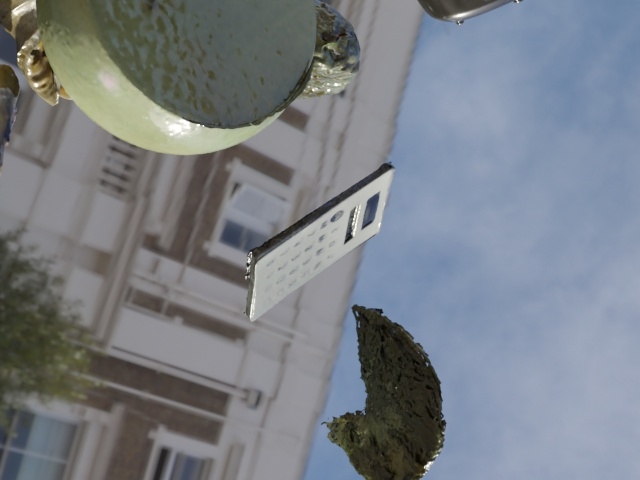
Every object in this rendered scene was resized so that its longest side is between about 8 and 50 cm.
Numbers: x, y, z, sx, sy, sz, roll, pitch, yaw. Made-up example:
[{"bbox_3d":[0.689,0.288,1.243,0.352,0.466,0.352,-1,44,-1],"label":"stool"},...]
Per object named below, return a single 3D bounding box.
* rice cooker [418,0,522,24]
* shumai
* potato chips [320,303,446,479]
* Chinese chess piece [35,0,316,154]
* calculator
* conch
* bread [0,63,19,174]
[{"bbox_3d":[0.219,-0.376,1.680,0.203,0.118,0.142,-22,-157,9],"label":"rice cooker"},{"bbox_3d":[-0.040,-0.237,1.318,0.184,0.184,0.142,-2,-104,47],"label":"shumai"},{"bbox_3d":[0.069,0.191,1.414,0.202,0.029,0.220,49,-45,36],"label":"potato chips"},{"bbox_3d":[-0.092,-0.149,0.805,0.083,0.188,0.188,-15,-119,51],"label":"Chinese chess piece"},{"bbox_3d":[0.000,0.000,1.698,0.021,0.261,0.161,44,-29,23],"label":"calculator"},{"bbox_3d":[-0.424,-0.398,2.027,0.186,0.263,0.324,-90,178,-55],"label":"conch"},{"bbox_3d":[-0.557,-0.168,1.946,0.244,0.134,0.244,-165,-90,-75],"label":"bread"}]
